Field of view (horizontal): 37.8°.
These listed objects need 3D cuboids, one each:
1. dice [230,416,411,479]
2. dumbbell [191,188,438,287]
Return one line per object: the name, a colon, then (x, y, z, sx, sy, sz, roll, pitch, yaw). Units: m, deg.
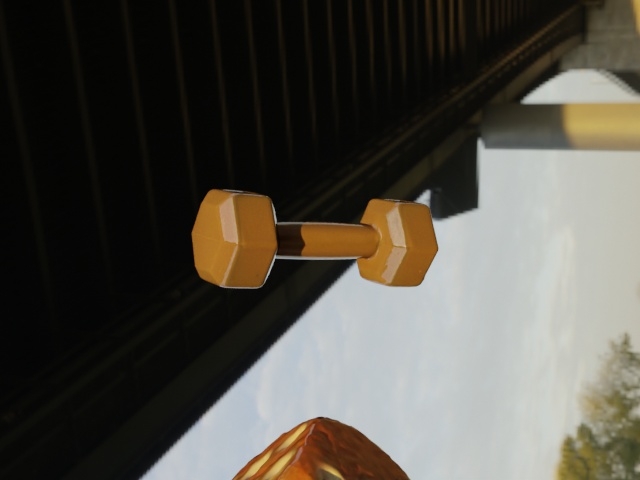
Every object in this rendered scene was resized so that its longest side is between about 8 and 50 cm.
dice: (-0.009, 0.283, 0.876, 0.175, 0.179, 0.174, -46, 0, 20)
dumbbell: (0.000, 0.000, 0.848, 0.231, 0.092, 0.082, 2, -82, -31)
